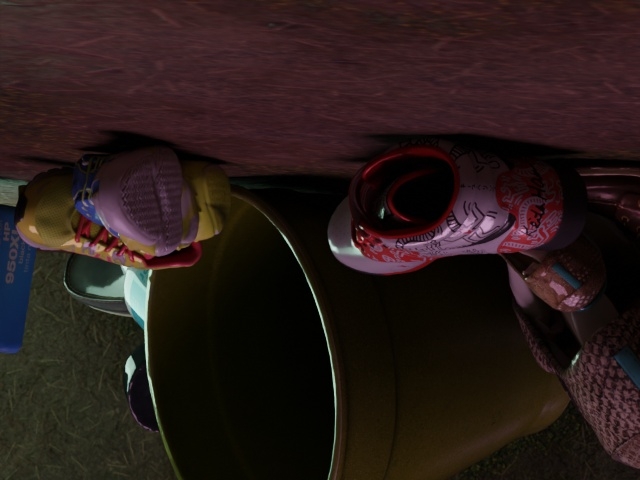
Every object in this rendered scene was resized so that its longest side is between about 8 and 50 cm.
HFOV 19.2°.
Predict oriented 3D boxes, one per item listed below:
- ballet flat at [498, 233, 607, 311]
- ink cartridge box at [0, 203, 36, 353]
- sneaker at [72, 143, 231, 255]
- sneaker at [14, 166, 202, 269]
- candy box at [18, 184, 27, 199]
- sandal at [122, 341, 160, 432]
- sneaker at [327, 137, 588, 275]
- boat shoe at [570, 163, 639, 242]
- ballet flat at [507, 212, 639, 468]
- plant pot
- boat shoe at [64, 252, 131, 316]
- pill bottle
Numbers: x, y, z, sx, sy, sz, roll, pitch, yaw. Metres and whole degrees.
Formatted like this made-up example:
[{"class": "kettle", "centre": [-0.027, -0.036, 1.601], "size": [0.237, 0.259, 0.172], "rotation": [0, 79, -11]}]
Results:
[{"class": "ballet flat", "centre": [0.161, -0.014, 1.513], "size": [0.067, 0.073, 0.206], "rotation": [38, -176, -31]}, {"class": "ink cartridge box", "centre": [-0.517, 0.011, 1.933], "size": [0.285, 0.166, 0.395], "rotation": [9, 179, 25]}, {"class": "sneaker", "centre": [-0.167, -0.033, 1.587], "size": [0.126, 0.091, 0.240], "rotation": [4, 177, 17]}, {"class": "sneaker", "centre": [-0.195, -0.015, 1.803], "size": [0.208, 0.081, 0.094], "rotation": [10, -172, -46]}, {"class": "candy box", "centre": [-0.233, -0.039, 2.097], "size": [0.105, 0.027, 0.206], "rotation": [-1, 175, 26]}, {"class": "sandal", "centre": [-0.014, 0.141, 2.295], "size": [0.446, 0.167, 0.107], "rotation": [-21, -143, -8]}, {"class": "sneaker", "centre": [0.059, -0.028, 1.452], "size": [0.145, 0.090, 0.270], "rotation": [8, 171, -40]}, {"class": "boat shoe", "centre": [0.250, -0.027, 1.453], "size": [0.178, 0.060, 0.064], "rotation": [4, 177, 11]}, {"class": "ballet flat", "centre": [0.240, 0.049, 1.647], "size": [0.164, 0.182, 0.483], "rotation": [-39, -169, 6]}, {"class": "plant pot", "centre": [0.062, 0.106, 1.928], "size": [0.353, 0.366, 0.366], "rotation": [-8, -176, -33]}, {"class": "boat shoe", "centre": [-0.180, 0.018, 2.371], "size": [0.355, 0.132, 0.130], "rotation": [-7, 162, 26]}, {"class": "pill bottle", "centre": [-0.131, 0.073, 2.164], "size": [0.146, 0.146, 0.264], "rotation": [7, -157, -38]}]
